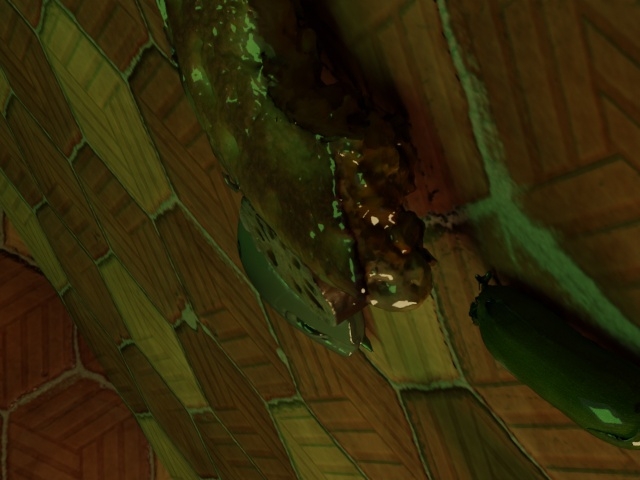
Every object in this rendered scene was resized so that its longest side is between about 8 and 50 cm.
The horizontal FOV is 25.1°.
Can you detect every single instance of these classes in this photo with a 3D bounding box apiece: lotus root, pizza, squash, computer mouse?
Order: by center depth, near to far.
[{"bbox_3d":[0.144,0.072,0.876,0.183,0.052,0.052,40,155,49],"label":"squash"},{"bbox_3d":[-0.014,-0.083,0.961,0.305,0.085,0.161,57,149,18],"label":"pizza"},{"bbox_3d":[0.000,0.002,1.073,0.122,0.081,0.112,44,159,33],"label":"lotus root"},{"bbox_3d":[-0.022,0.037,1.230,0.182,0.056,0.089,50,165,21],"label":"computer mouse"}]
